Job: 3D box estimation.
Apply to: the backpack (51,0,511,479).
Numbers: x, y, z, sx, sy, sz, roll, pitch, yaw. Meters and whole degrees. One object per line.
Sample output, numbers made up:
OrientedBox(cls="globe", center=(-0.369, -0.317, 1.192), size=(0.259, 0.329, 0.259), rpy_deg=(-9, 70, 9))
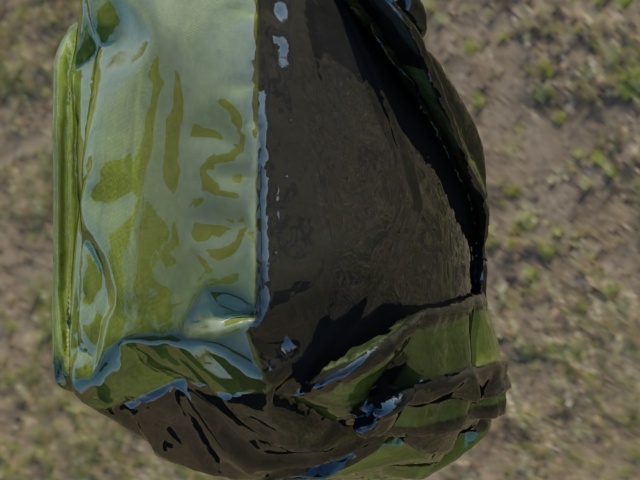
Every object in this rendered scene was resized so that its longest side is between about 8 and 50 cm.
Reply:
OrientedBox(cls="backpack", center=(0.000, 0.000, 0.676), size=(0.140, 0.253, 0.207), rpy_deg=(-9, 70, 25))
